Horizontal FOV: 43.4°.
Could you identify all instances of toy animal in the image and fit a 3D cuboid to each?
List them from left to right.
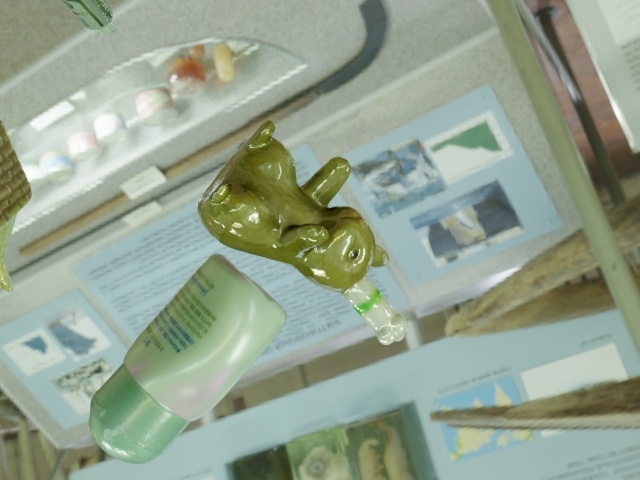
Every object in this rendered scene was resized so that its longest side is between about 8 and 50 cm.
[{"bbox_3d":[0.000,-0.014,1.171,0.362,0.181,0.180,27,137,-5],"label":"toy animal"}]

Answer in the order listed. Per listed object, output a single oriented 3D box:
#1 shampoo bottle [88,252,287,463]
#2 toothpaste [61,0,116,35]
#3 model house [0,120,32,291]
[{"bbox_3d":[-0.220,0.196,1.270,0.349,0.222,0.151,-49,123,-4],"label":"shampoo bottle"},{"bbox_3d":[-0.234,-0.238,0.722,0.049,0.032,0.204,26,173,16],"label":"toothpaste"},{"bbox_3d":[-0.512,-0.039,0.899,0.321,0.261,0.266,32,123,-5],"label":"model house"}]
